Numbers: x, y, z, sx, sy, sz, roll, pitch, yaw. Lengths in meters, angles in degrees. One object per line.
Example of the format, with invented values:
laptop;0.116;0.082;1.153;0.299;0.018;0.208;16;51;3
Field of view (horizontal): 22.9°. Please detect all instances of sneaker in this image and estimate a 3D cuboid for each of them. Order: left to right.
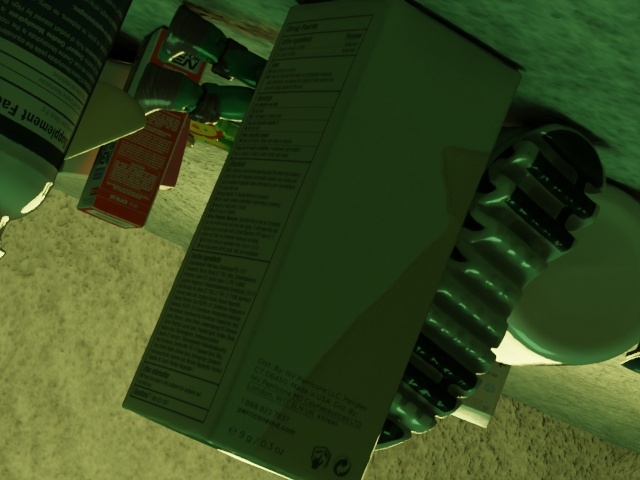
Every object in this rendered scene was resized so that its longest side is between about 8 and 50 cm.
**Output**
sneaker;0.086;0.031;1.174;0.110;0.292;0.118;46;169;-32

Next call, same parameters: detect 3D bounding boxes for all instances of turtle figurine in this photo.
turtle figurine;-0.024;-0.096;1.247;0.234;0.118;0.175;25;-149;-3

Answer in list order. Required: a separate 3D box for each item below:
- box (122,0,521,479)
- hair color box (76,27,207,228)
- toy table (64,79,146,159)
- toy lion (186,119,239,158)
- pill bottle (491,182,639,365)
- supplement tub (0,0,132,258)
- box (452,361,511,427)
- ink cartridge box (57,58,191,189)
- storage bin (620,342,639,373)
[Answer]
box;0.000;0.000;1.065;0.121;0.311;0.148;27;172;-29
hair color box;-0.157;-0.096;1.395;0.053;0.167;0.093;23;173;-16
toy table;-0.275;-0.107;1.142;0.274;0.160;0.252;-21;-174;-2
toy lion;-0.117;-0.119;1.678;0.100;0.034;0.096;22;165;0
pill bottle;0.189;0.033;1.375;0.153;0.153;0.265;23;173;-6
supplement tub;-0.220;-0.129;0.935;0.191;0.272;0.191;22;173;3
box;0.171;0.124;1.965;0.145;0.186;0.038;21;146;6
ink cartridge box;-0.291;-0.132;1.481;0.207;0.117;0.283;17;-174;39
storage bin;0.362;0.094;1.546;0.098;0.091;0.135;22;174;4
